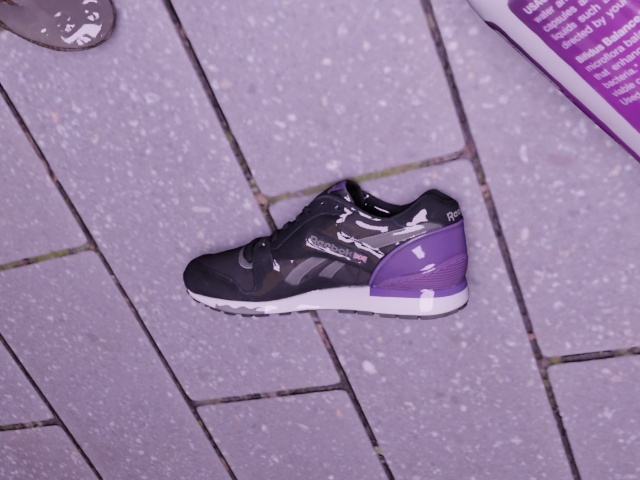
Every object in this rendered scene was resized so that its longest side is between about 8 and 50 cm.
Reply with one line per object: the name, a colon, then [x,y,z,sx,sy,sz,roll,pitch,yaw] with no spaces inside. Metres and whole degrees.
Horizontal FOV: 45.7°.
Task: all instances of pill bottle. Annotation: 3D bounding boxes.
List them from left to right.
pill bottle: [0.202,-0.178,0.499,0.301,0.169,0.169,39,125,-10]

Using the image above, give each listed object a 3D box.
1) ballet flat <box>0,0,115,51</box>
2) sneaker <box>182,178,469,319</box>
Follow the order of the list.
ballet flat: [-0.305,-0.234,0.696,0.250,0.058,0.084,16,90,0]
sneaker: [0.000,0.000,0.739,0.283,0.107,0.124,-1,107,14]
